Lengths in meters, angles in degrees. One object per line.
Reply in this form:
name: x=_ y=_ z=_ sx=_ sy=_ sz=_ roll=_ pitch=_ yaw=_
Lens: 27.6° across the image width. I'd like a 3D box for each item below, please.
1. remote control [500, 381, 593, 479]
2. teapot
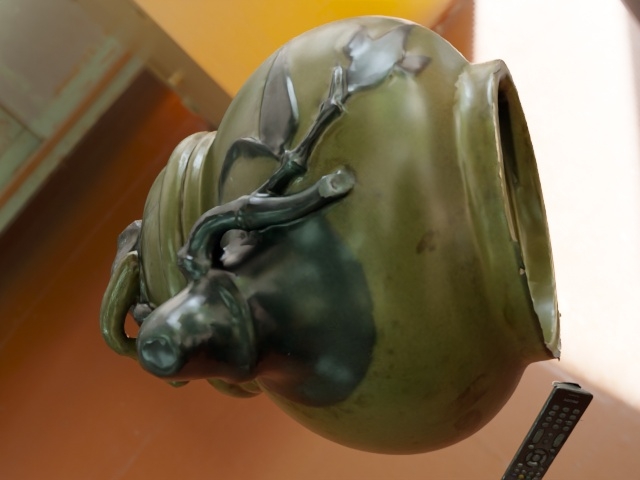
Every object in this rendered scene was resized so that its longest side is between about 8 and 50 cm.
remote control: x=0.149 y=0.132 z=0.874 sx=0.016 sy=0.034 sz=0.091 roll=-111 pitch=40 yaw=-54
teapot: x=0.000 y=0.000 z=0.539 sx=0.182 sy=0.173 sz=0.269 roll=-11 pitch=13 yaw=16
